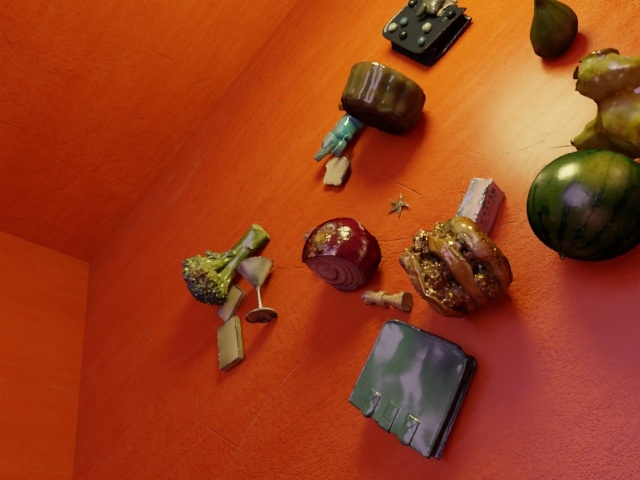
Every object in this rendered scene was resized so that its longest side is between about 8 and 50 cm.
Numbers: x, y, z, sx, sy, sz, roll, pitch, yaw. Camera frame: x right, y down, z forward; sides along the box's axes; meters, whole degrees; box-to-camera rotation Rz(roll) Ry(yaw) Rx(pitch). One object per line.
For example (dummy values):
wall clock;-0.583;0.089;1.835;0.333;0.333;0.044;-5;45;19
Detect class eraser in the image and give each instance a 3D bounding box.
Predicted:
eraser;-0.386;0.272;1.821;0.104;0.023;0.150;24;84;50

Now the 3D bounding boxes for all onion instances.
onion;0.081;0.024;1.367;0.206;0.216;0.207;-16;48;34

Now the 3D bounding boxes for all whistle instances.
whistle;0.077;-0.424;1.715;0.274;0.093;0.186;-45;22;9

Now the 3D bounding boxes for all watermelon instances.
watermelon;0.574;-0.074;0.907;0.242;0.242;0.242;-24;51;34

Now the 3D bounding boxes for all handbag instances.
handbag;0.237;0.367;1.089;0.268;0.100;0.274;16;79;45
handbag;0.410;-0.848;1.642;0.269;0.118;0.326;-47;44;12

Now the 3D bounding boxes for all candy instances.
candy;0.435;-0.087;1.165;0.073;0.092;0.160;15;76;50

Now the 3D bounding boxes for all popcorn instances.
popcorn;0.709;-0.273;0.890;0.326;0.321;0.290;-46;57;40

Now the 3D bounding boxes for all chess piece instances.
chess piece;0.193;0.178;1.277;0.172;0.060;0.060;-2;65;47

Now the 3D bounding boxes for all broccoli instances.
broccoli;-0.407;0.112;1.802;0.397;0.275;0.353;-19;51;20

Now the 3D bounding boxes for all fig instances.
fig;0.659;-0.612;1.194;0.133;0.185;0.126;-45;58;10

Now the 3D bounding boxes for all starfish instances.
starfish;0.265;-0.122;1.417;0.086;0.016;0.092;-6;60;41

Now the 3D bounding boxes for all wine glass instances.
wine glass;-0.241;0.195;1.638;0.156;0.156;0.232;-34;51;26

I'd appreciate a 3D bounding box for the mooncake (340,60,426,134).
mooncake;0.216;-0.488;1.487;0.290;0.290;0.161;29;96;50

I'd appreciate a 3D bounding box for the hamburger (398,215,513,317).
hamburger;0.344;0.076;1.051;0.211;0.245;0.260;-41;13;13

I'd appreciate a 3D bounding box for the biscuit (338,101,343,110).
biscuit;0.150;-0.552;1.684;0.170;0.170;0.050;17;123;49

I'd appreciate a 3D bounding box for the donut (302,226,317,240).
donut;0.000;0.000;1.569;0.117;0.065;0.166;-54;42;7

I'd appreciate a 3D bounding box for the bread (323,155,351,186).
bread;0.068;-0.272;1.685;0.129;0.044;0.126;11;82;45

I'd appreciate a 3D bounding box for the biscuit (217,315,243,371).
biscuit;-0.363;0.412;1.702;0.121;0.040;0.199;-40;42;24
